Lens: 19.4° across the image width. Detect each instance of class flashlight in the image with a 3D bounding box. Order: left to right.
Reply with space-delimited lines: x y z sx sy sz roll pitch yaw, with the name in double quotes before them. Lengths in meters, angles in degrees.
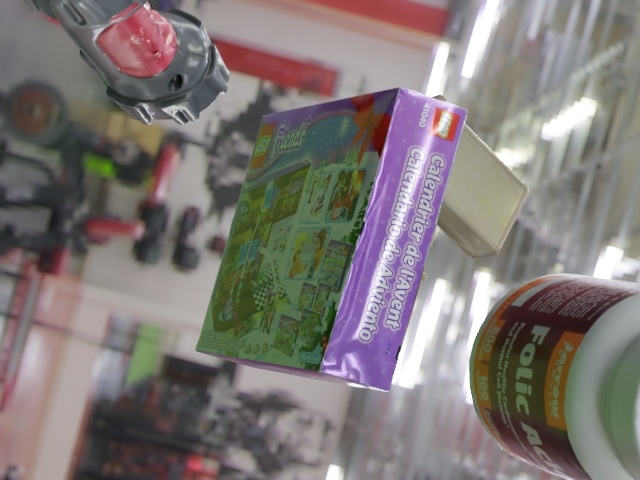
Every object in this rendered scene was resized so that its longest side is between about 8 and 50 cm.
"flashlight" -0.126 -0.153 1.248 0.103 0.103 0.304 -36 163 1

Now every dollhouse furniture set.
"dollhouse furniture set" 0.091 -0.055 2.157 0.242 0.161 0.212 -13 -139 51

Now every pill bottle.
"pill bottle" 0.320 0.154 1.923 0.392 0.224 0.224 -173 -82 -73

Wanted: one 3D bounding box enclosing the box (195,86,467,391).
"box" 0.000 0.000 1.376 0.293 0.057 0.201 0 -106 70
